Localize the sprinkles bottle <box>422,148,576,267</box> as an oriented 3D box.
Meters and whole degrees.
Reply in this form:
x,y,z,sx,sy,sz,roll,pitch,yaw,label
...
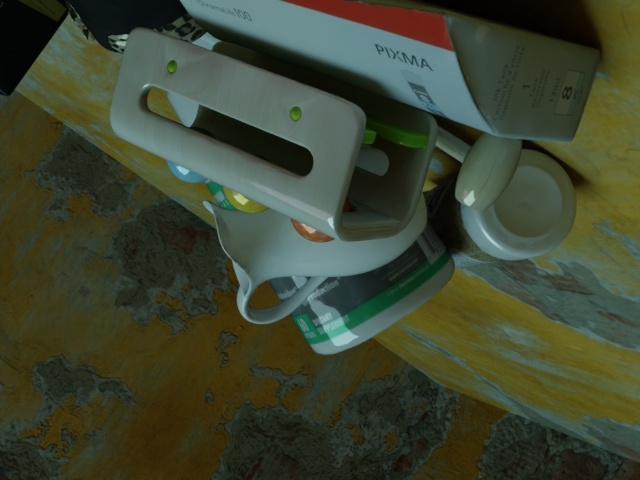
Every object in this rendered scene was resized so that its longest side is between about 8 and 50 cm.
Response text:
x,y,z,sx,sy,sz,roll,pitch,yaw,label
0.193,-0.026,1.205,0.121,0.121,0.355,33,170,-5,sprinkles bottle

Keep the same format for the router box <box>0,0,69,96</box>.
x,y,z,sx,sy,sz,roll,pitch,yaw,label
-0.446,-0.365,1.171,0.309,0.243,0.081,40,167,-37,router box

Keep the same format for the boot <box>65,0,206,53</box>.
x,y,z,sx,sy,sz,roll,pitch,yaw,label
-0.317,-0.333,1.095,0.377,0.138,0.284,6,167,13,boot

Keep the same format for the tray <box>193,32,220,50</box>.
x,y,z,sx,sy,sz,roll,pitch,yaw,label
-0.121,-0.259,1.309,0.270,0.030,0.145,30,171,11,tray

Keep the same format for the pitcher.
x,y,z,sx,sy,sz,roll,pitch,yaw,label
0.000,0.000,0.989,0.178,0.207,0.125,81,166,-48,pitcher

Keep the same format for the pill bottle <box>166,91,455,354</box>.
x,y,z,sx,sy,sz,roll,pitch,yaw,label
-0.015,-0.064,1.140,0.361,0.204,0.204,57,168,-3,pill bottle

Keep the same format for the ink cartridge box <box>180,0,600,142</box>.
x,y,z,sx,sy,sz,roll,pitch,yaw,label
-0.004,-0.162,0.743,0.308,0.091,0.385,26,-160,35,ink cartridge box

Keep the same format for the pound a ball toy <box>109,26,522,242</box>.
x,y,z,sx,sy,sz,roll,pitch,yaw,label
-0.009,-0.083,0.872,0.319,0.136,0.208,26,-162,32,pound a ball toy

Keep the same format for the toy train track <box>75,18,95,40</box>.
x,y,z,sx,sy,sz,roll,pitch,yaw,label
-0.420,-0.384,1.677,0.048,0.014,0.083,33,168,44,toy train track
